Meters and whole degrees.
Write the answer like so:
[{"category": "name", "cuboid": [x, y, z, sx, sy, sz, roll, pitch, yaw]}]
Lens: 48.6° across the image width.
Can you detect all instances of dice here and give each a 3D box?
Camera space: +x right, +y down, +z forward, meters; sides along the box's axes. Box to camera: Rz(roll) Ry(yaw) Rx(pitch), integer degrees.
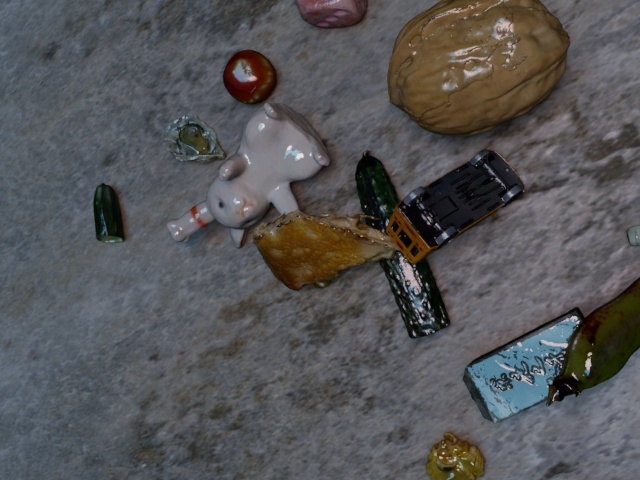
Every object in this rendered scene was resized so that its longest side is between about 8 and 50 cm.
[{"category": "dice", "cuboid": [0.017, -0.381, 1.078, 0.093, 0.091, 0.094, 1, 90, 21]}]

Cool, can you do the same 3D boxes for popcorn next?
[{"category": "popcorn", "cuboid": [0.187, 0.319, 1.008, 0.084, 0.084, 0.084, 0, 89, 21]}]

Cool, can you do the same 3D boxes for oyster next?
[{"category": "oyster", "cuboid": [-0.214, -0.169, 1.199, 0.098, 0.037, 0.100, -14, 63, 2]}]

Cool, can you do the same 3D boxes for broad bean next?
[{"category": "broad bean", "cuboid": [0.395, 0.093, 0.878, 0.339, 0.061, 0.077, -34, 86, -9]}]

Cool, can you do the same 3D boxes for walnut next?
[{"category": "walnut", "cuboid": [0.205, -0.240, 0.956, 0.245, 0.198, 0.198, -22, 82, 16]}]

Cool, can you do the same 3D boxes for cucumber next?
[{"category": "cucumber", "cuboid": [0.110, 0.000, 1.051, 0.068, 0.067, 0.293, -24, 80, 19]}, {"category": "cucumber", "cuboid": [-0.375, -0.048, 1.244, 0.048, 0.048, 0.105, -13, 82, 20]}]

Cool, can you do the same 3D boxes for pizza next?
[{"category": "pizza", "cuboid": [0.000, 0.000, 1.046, 0.147, 0.069, 0.226, 42, 135, -22]}]

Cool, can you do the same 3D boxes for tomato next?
[{"category": "tomato", "cuboid": [-0.115, -0.262, 1.135, 0.087, 0.075, 0.087, 0, 89, 17]}]

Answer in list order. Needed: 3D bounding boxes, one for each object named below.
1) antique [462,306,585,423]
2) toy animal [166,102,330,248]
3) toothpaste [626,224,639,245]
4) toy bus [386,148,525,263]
[{"category": "antique", "cuboid": [0.289, 0.172, 0.967, 0.183, 0.086, 0.088, -32, 78, 17]}, {"category": "toy animal", "cuboid": [-0.108, -0.077, 1.089, 0.141, 0.138, 0.282, 36, 96, -22]}, {"category": "toothpaste", "cuboid": [0.529, -0.030, 0.910, 0.256, 0.037, 0.067, -12, 80, 16]}, {"category": "toy bus", "cuboid": [0.188, -0.048, 0.985, 0.195, 0.088, 0.083, -29, 74, -26]}]
